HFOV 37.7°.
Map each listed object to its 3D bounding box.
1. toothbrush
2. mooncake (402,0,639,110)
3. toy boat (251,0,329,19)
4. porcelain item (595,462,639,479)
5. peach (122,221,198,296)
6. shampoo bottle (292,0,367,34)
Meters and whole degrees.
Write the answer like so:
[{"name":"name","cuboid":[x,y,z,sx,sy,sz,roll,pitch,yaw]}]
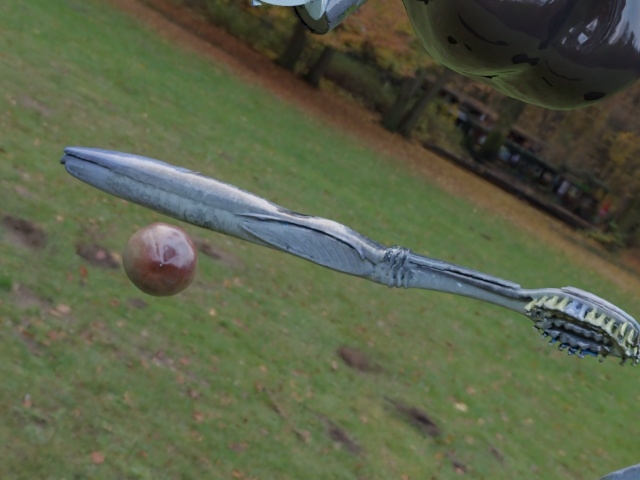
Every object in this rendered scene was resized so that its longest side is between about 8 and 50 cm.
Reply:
[{"name":"toothbrush","cuboid":[0.000,0.000,0.598,0.413,0.035,0.042,18,16,21]},{"name":"mooncake","cuboid":[0.197,-0.247,0.688,0.306,0.306,0.154,28,9,-13]},{"name":"toy boat","cuboid":[-0.034,-0.265,0.945,0.034,0.149,0.105,-15,-66,47]},{"name":"porcelain item","cuboid":[0.403,0.389,0.848,0.178,0.243,0.405,31,39,-61]},{"name":"peach","cuboid":[-0.168,0.020,0.994,0.083,0.083,0.083,29,10,-6]},{"name":"shampoo bottle","cuboid":[0.059,-0.337,1.156,0.072,0.214,0.072,40,-21,19]}]
